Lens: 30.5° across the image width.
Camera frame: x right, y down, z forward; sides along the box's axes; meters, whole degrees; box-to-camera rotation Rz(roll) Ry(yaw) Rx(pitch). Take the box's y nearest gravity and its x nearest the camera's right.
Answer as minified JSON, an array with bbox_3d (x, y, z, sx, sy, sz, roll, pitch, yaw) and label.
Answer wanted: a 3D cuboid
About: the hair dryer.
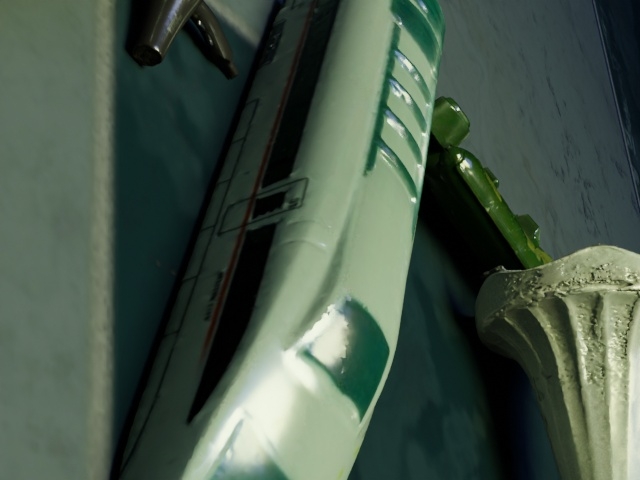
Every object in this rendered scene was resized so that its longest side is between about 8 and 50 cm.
[{"bbox_3d":[-0.062,-0.101,0.586,0.083,0.031,0.079,55,40,-46],"label":"hair dryer"}]

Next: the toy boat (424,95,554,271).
[{"bbox_3d":[0.118,-0.021,0.831,0.210,0.052,0.104,48,5,-38],"label":"toy boat"}]

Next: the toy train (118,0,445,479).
[{"bbox_3d":[0.000,0.000,0.562,0.086,0.088,0.407,54,32,-32],"label":"toy train"}]

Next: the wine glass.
[{"bbox_3d":[0.184,0.118,0.771,0.165,0.165,0.197,37,47,-49],"label":"wine glass"}]
